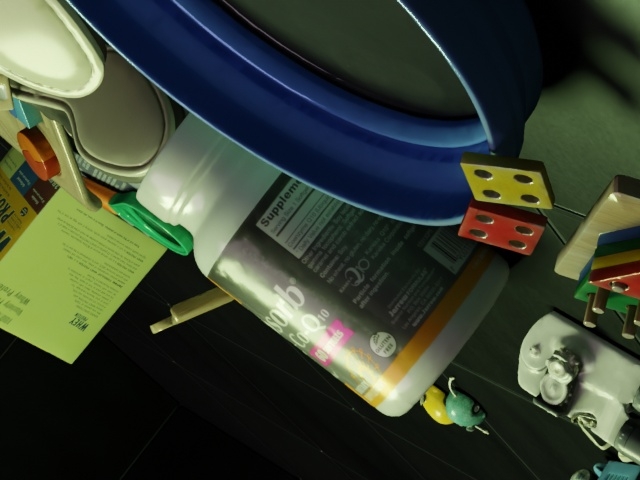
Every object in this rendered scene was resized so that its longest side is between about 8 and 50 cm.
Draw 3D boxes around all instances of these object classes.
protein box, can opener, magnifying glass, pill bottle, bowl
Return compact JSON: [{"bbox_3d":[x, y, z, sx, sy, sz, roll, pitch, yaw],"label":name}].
[{"bbox_3d":[-0.349,0.013,2.303,0.200,0.201,0.136,34,-172,-44],"label":"protein box"},{"bbox_3d":[0.277,0.143,1.442,0.280,0.074,0.093,32,-159,34],"label":"can opener"},{"bbox_3d":[-0.218,-0.036,2.060,0.231,0.026,0.092,21,160,49],"label":"magnifying glass"},{"bbox_3d":[0.000,0.000,1.449,0.278,0.162,0.162,37,168,2],"label":"pill bottle"},{"bbox_3d":[-0.036,-0.161,1.082,0.391,0.077,0.391,33,164,11],"label":"bowl"}]

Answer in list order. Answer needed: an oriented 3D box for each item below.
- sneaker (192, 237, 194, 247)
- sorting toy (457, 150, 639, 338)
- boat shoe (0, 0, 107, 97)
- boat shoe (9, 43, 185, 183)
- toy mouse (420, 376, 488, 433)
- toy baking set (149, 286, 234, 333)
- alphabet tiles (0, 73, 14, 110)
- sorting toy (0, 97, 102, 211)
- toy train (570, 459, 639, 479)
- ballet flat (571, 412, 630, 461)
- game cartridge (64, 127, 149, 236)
[{"bbox_3d":[-0.078,-0.053,1.687,0.122,0.110,0.283,50,161,0],"label":"sneaker"},{"bbox_3d":[0.199,0.022,1.021,0.274,0.046,0.132,18,158,-1],"label":"sorting toy"},{"bbox_3d":[-0.308,-0.254,1.563,0.324,0.097,0.116,38,128,-16],"label":"boat shoe"},{"bbox_3d":[-0.196,-0.129,1.716,0.095,0.112,0.335,25,-175,-39],"label":"boat shoe"},{"bbox_3d":[0.133,0.176,2.047,0.161,0.031,0.143,38,168,1],"label":"toy mouse"},{"bbox_3d":[-0.054,0.028,1.701,0.197,0.256,0.030,-24,89,56],"label":"toy baking set"},{"bbox_3d":[-0.403,-0.186,1.717,0.009,0.198,0.237,-95,0,-58],"label":"alphabet tiles"},{"bbox_3d":[-0.366,-0.169,2.013,0.307,0.041,0.229,36,155,44],"label":"sorting toy"},{"bbox_3d":[0.326,0.291,1.803,0.184,0.080,0.105,43,161,-24],"label":"toy train"},{"bbox_3d":[0.271,0.176,1.616,0.114,0.041,0.041,29,166,35],"label":"ballet flat"},{"bbox_3d":[-0.247,-0.095,2.097,0.198,0.062,0.297,43,168,-4],"label":"game cartridge"}]
